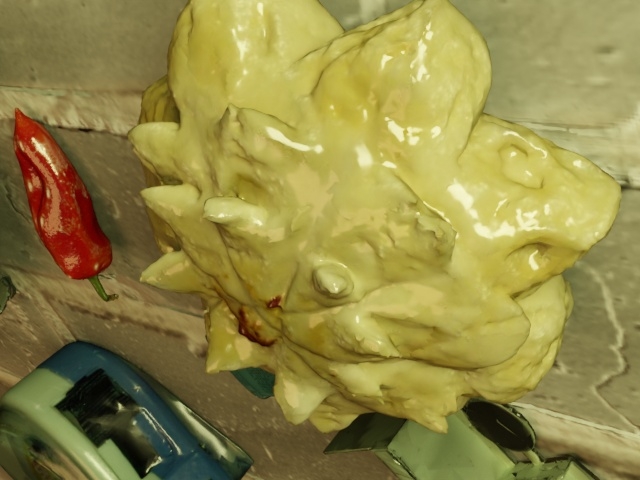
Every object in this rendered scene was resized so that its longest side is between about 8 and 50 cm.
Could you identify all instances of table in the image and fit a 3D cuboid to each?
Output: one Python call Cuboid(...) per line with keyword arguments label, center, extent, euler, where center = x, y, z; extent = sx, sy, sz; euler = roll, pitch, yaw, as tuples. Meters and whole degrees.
Cuboid(label="table", center=(0.105, 0.176, 0.672), extent=(0.146, 0.062, 0.175), euler=(45, 151, -9))

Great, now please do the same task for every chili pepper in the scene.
Cuboid(label="chili pepper", center=(-0.209, -0.021, 0.763), extent=(0.059, 0.050, 0.191), euler=(26, 142, 52))

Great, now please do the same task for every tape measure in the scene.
Cuboid(label="tape measure", center=(-0.238, 0.243, 1.042), extent=(0.262, 0.138, 0.259), euler=(42, 147, -3))

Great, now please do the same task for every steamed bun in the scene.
Cuboid(label="steamed bun", center=(0.000, 0.000, 0.496), extent=(0.295, 0.137, 0.292), euler=(11, 135, 41))

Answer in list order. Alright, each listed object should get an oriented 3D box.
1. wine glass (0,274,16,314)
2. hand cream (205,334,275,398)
Cuboid(label="wine glass", center=(-0.418, 0.039, 1.040), extent=(0.155, 0.072, 0.072), euler=(22, 144, 27))
Cuboid(label="hand cream", center=(-0.020, 0.100, 0.733), extent=(0.083, 0.048, 0.224), euler=(51, 153, -17))
